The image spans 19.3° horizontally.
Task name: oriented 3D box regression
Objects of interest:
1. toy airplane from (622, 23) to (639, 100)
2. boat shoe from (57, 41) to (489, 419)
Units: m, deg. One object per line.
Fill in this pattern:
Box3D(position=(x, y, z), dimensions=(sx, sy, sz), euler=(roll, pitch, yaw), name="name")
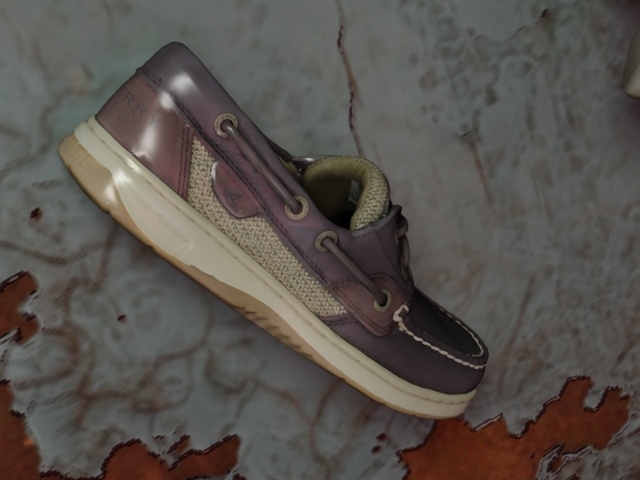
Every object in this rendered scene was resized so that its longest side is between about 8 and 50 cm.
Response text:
Box3D(position=(0.234, -0.259, 0.796), dimensions=(0.386, 0.272, 0.384), euler=(-57, 171, -4), name="toy airplane")
Box3D(position=(0.000, 0.000, 0.933), dimensions=(0.285, 0.103, 0.092), euler=(34, 102, -36), name="boat shoe")
